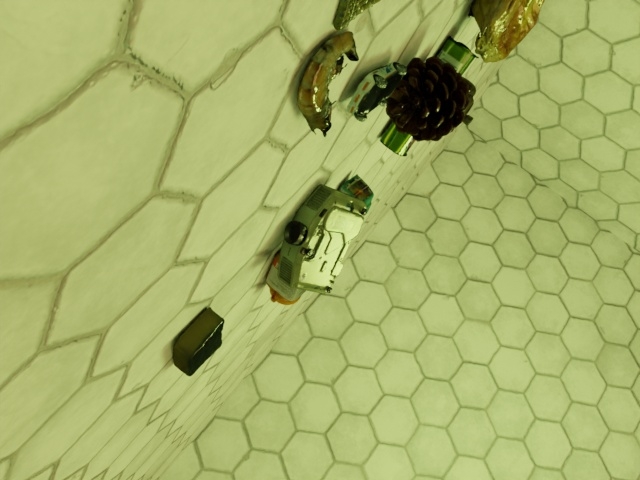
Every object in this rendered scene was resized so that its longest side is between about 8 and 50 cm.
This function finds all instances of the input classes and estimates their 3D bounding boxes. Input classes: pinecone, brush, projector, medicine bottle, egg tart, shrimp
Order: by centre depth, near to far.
[{"bbox_3d":[0.018,-0.253,0.940,0.150,0.051,0.217,-57,169,-10],"label":"shrimp"},{"bbox_3d":[0.238,-0.330,1.351,0.207,0.208,0.207,-50,171,-10],"label":"pinecone"},{"bbox_3d":[-0.286,0.243,1.364,0.123,0.059,0.197,-49,171,-28],"label":"brush"},{"bbox_3d":[0.000,0.000,1.469,0.194,0.088,0.269,16,101,-44],"label":"projector"},{"bbox_3d":[0.508,-0.647,1.532,0.352,0.150,0.352,-47,165,-17],"label":"egg tart"},{"bbox_3d":[-0.075,0.092,1.667,0.149,0.112,0.222,-43,168,-36],"label":"medicine bottle"}]

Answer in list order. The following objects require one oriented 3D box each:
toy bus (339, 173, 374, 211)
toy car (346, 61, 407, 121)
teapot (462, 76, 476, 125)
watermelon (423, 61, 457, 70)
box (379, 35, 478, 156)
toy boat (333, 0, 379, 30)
[{"bbox_3d":[0.083,-0.092,1.774,0.091,0.109,0.261,-41,166,-27],"label":"toy bus"},{"bbox_3d":[0.115,-0.310,1.174,0.205,0.056,0.095,-47,171,-51],"label":"toy car"},{"bbox_3d":[0.418,-0.437,1.853,0.267,0.175,0.185,-47,173,-28],"label":"teapot"},{"bbox_3d":[0.298,-0.417,1.499,0.133,0.105,0.105,-29,168,-8],"label":"watermelon"},{"bbox_3d":[0.310,-0.407,1.656,0.345,0.097,0.134,-55,173,22],"label":"box"},{"bbox_3d":[0.062,-0.354,0.841,0.115,0.016,0.063,-47,171,-30],"label":"toy boat"}]
